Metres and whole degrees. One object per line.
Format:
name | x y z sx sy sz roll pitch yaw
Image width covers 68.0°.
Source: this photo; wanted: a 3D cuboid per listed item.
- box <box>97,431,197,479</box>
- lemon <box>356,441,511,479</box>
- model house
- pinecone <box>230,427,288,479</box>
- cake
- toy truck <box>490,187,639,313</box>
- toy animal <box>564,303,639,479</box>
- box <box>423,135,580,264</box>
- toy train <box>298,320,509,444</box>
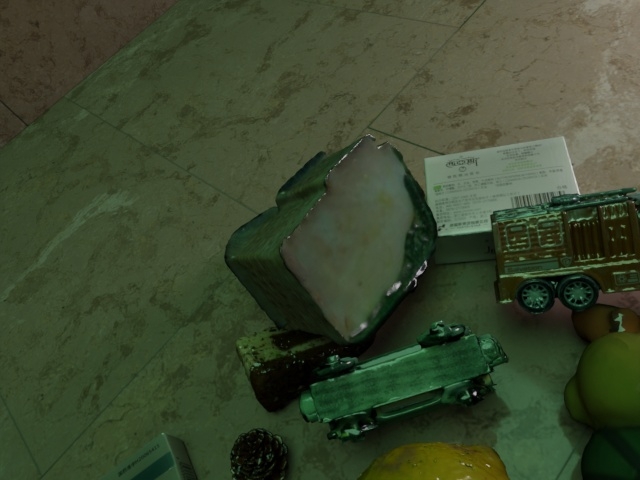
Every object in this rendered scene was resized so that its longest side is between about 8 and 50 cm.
box | -0.355 0.509 0.784 0.343 0.065 0.200 -36 51 -5
lemon | 0.131 0.382 0.552 0.258 0.258 0.310 18 66 32
model house | -0.002 -0.001 0.821 0.284 0.243 0.298 -4 37 51
pinecone | -0.104 0.353 0.764 0.102 0.109 0.102 -10 55 14
cake | -0.029 0.183 0.840 0.246 0.135 0.112 -33 49 -3
toy truck | 0.413 0.005 0.709 0.306 0.136 0.162 -9 98 20
toy animal | 0.419 0.223 0.586 0.216 0.191 0.338 -8 52 32
box | 0.332 -0.072 0.889 0.261 0.111 0.194 -7 56 19
toy train | 0.124 0.212 0.715 0.301 0.202 0.120 -21 69 8
